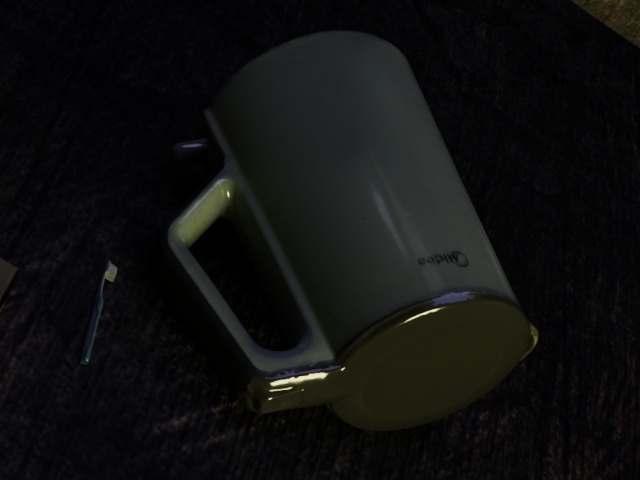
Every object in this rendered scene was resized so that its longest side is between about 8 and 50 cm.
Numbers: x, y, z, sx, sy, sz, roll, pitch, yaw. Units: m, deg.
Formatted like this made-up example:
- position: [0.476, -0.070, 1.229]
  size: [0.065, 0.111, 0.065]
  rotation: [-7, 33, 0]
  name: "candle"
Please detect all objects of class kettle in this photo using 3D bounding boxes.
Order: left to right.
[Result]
- position: [0.000, 0.000, 2.023]
  size: [0.361, 0.250, 0.376]
  rotation: [-6, 52, -25]
  name: "kettle"

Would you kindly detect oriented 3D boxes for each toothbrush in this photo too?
- position: [-0.215, 0.069, 1.879]
  size: [0.014, 0.011, 0.167]
  rotation: [35, 29, -18]
  name: "toothbrush"

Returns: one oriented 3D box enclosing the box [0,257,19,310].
- position: [-0.427, 0.019, 1.641]
  size: [0.310, 0.084, 0.198]
  rotation: [33, 30, -10]
  name: "box"
